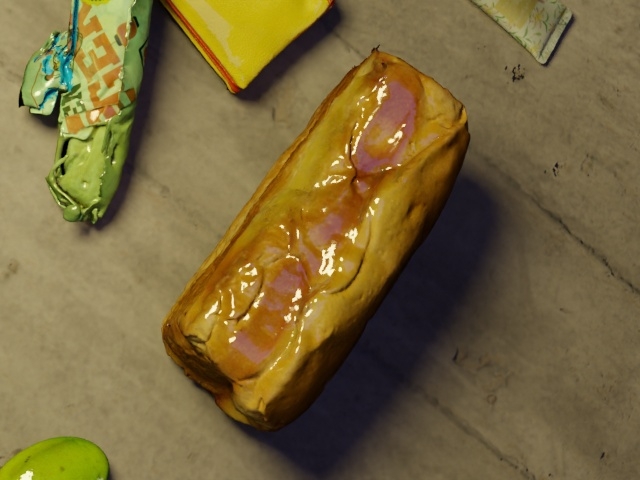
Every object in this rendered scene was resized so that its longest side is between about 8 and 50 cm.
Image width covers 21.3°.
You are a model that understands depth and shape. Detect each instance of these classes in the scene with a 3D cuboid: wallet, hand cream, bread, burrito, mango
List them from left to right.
[{"bbox_3d":[-0.230,0.208,1.464,0.108,0.056,0.073,-19,96,-35],"label":"mango"},{"bbox_3d":[-0.205,-0.159,1.485,0.104,0.054,0.288,10,99,7],"label":"burrito"},{"bbox_3d":[-0.106,-0.268,1.556,0.141,0.067,0.241,-44,105,-19],"label":"wallet"},{"bbox_3d":[0.005,0.003,1.507,0.149,0.195,0.344,37,75,-9],"label":"bread"},{"bbox_3d":[0.166,-0.254,1.675,0.194,0.042,0.067,34,72,-20],"label":"hand cream"}]
